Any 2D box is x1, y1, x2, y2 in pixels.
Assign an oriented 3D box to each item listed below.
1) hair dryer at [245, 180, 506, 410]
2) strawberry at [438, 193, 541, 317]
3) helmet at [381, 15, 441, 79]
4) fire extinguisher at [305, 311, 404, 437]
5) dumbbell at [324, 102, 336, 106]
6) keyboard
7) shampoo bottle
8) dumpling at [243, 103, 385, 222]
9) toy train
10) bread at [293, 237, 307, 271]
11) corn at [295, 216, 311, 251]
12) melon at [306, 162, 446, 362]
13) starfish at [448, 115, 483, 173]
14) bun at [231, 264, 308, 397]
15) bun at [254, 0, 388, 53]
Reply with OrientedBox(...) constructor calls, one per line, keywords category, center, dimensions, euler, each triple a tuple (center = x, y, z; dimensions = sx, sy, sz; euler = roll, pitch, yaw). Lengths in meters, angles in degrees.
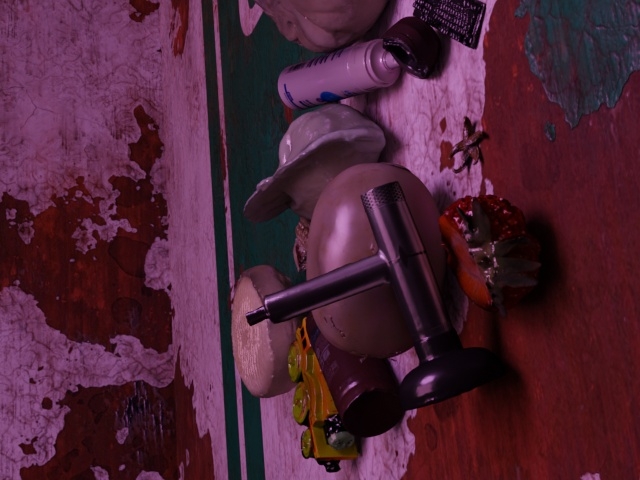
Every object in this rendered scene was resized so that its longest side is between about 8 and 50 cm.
OrientedBox(category="hair dryer", center=(0.072, 0.116, 1.532), dimensions=(0.284, 0.156, 0.320), euler=(-33, 78, 25))
OrientedBox(category="strawberry", center=(0.237, 0.023, 1.457), dimensions=(0.228, 0.098, 0.174), euler=(94, 152, -77))
OrientedBox(category="helmet", center=(0.155, -0.320, 1.718), dimensions=(0.070, 0.098, 0.123), euler=(-51, -16, 1))
OrientedBox(category="fire extinguisher", center=(0.047, 0.193, 1.913), dimensions=(0.337, 0.114, 0.135), euler=(-115, 18, -52))
OrientedBox(category="dumbbell", center=(0.023, -0.260, 2.133), dimensions=(0.052, 0.046, 0.117), euler=(126, 142, -48))
OrientedBox(category="keyboard", center=(0.200, -0.369, 1.689), dimensions=(0.231, 0.023, 0.072), euler=(-127, 45, -60))
OrientedBox(category="shampoo bottle", center=(0.048, -0.305, 1.923), dimensions=(0.303, 0.092, 0.092), euler=(-5, 83, 49))
OrientedBox(category="dumpling", center=(0.009, -0.123, 1.956), dimensions=(0.320, 0.212, 0.270), euler=(95, -159, -46))
OrientedBox(category="toy train", center=(0.008, 0.295, 2.040), dimensions=(0.160, 0.101, 0.296), euler=(119, 147, -48))
OrientedBox(category="bread", center=(-0.037, 0.019, 2.287), dimensions=(0.083, 0.035, 0.070), euler=(108, 156, -44))
OrientedBox(category="corn", center=(0.000, 0.000, 2.071), dimensions=(0.211, 0.087, 0.087), euler=(-112, 29, -71))
OrientedBox(category="melon", center=(0.088, 0.036, 1.666), dimensions=(0.223, 0.223, 0.316), euler=(166, 107, -69))
OrientedBox(category="starfish", center=(0.223, -0.146, 1.596), dimensions=(0.091, 0.028, 0.078), euler=(142, 121, -61))
OrientedBox(category="bun", center=(-0.099, 0.200, 2.278), dimensions=(0.287, 0.146, 0.287), euler=(178, 90, -69))
OrientedBox(category="bun", center=(-0.028, -0.515, 1.934), dimensions=(0.360, 0.211, 0.359), euler=(41, 145, 37))
